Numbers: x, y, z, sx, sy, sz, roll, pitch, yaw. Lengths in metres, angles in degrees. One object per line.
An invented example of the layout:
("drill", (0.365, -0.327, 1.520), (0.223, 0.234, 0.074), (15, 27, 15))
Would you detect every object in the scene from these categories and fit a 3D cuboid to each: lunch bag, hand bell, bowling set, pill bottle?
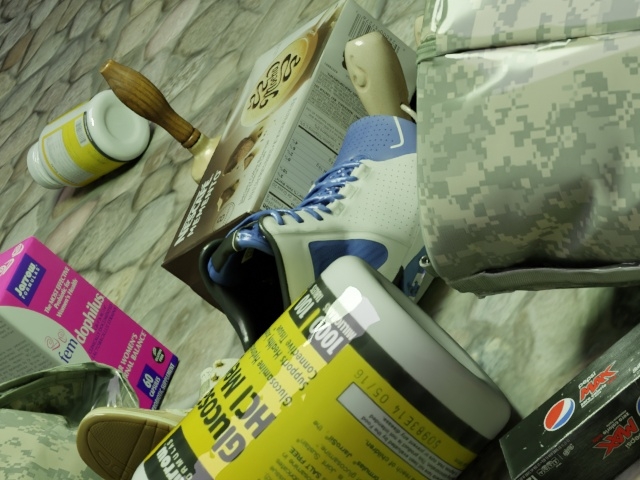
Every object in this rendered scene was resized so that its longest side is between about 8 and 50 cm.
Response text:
("lunch bag", (-0.272, 0.269, 1.760), (0.287, 0.169, 0.235), (-67, -4, -59))
("lunch bag", (0.220, -0.088, 1.402), (0.305, 0.212, 0.256), (-2, 71, 34))
("hand bell", (-0.153, -0.121, 2.149), (0.126, 0.242, 0.126), (-39, 24, 21))
("bowling set", (0.180, -0.167, 1.804), (0.200, 0.154, 0.287), (-27, 9, -29))
("pill bottle", (-0.026, 0.189, 1.499), (0.334, 0.188, 0.188), (-47, 23, 4))
("pill bottle", (-0.328, -0.134, 2.662), (0.184, 0.103, 0.103), (-24, 33, 45))

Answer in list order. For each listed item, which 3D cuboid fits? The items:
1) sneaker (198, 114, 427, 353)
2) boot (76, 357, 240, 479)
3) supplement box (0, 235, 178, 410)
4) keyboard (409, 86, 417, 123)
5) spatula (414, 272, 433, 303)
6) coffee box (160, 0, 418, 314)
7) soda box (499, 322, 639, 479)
("sneaker", (0.000, 0.001, 1.701), (0.127, 0.182, 0.315), (-25, 42, 46))
("boot", (-0.109, 0.161, 1.689), (0.165, 0.213, 0.077), (-99, 24, -64))
("supplement box", (-0.275, 0.116, 2.017), (0.114, 0.220, 0.111), (-28, 31, 41))
("keyboard", (0.002, -0.065, 2.057), (0.317, 0.033, 0.201), (-53, 30, -14))
("spatula", (0.076, 0.002, 1.840), (0.168, 0.019, 0.242), (-13, 37, 55))
("coffee box", (-0.025, -0.079, 1.932), (0.168, 0.119, 0.297), (-28, 31, 49))
("soda box", (0.209, 0.120, 1.360), (0.169, 0.053, 0.060), (-41, 23, 15))
